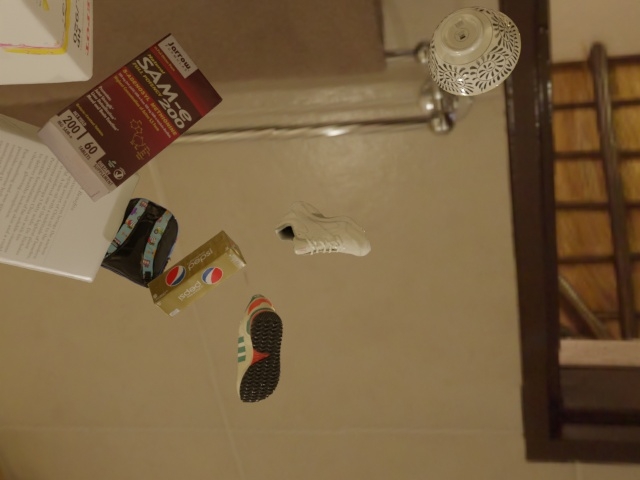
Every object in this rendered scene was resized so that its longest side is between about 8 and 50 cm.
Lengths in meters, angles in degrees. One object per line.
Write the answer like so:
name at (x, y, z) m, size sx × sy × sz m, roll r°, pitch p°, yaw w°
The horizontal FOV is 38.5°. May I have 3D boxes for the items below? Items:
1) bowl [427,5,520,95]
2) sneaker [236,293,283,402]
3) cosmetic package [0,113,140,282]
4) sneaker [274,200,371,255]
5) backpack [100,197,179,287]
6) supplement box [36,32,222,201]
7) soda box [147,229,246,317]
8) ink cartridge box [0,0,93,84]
bowl at (0.257, -0.346, 1.597) m, size 0.170 × 0.080 × 0.170 m, roll -7°, pitch -108°, yaw 23°
sneaker at (-0.088, 0.150, 1.287) m, size 0.057 × 0.161 × 0.075 m, roll 0°, pitch -151°, yaw -16°
cosmetic package at (-0.566, -0.098, 1.580) m, size 0.161 × 0.230 × 0.453 m, roll 31°, pitch -172°, yaw 42°
sneaker at (0.000, 0.000, 1.953) m, size 0.232 × 0.090 × 0.115 m, roll 18°, pitch -131°, yaw 36°
backpack at (-0.391, -0.001, 1.988) m, size 0.158 × 0.173 × 0.117 m, roll 26°, pitch 177°, yaw -4°
supplement box at (-0.270, -0.180, 1.323) m, size 0.239 × 0.130 × 0.073 m, roll -46°, pitch -165°, yaw -31°
soda box at (-0.232, 0.063, 1.723) m, size 0.181 × 0.058 × 0.061 m, roll -35°, pitch -137°, yaw 5°
ink cartridge box at (-0.287, -0.235, 0.724) m, size 0.168 × 0.171 × 0.232 m, roll -1°, pitch 175°, yaw -2°
